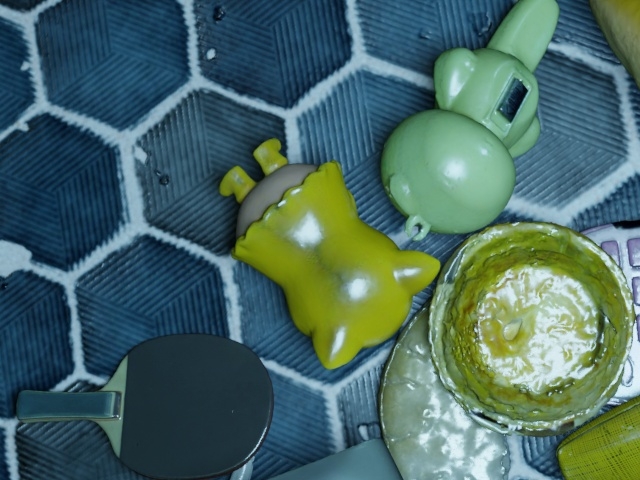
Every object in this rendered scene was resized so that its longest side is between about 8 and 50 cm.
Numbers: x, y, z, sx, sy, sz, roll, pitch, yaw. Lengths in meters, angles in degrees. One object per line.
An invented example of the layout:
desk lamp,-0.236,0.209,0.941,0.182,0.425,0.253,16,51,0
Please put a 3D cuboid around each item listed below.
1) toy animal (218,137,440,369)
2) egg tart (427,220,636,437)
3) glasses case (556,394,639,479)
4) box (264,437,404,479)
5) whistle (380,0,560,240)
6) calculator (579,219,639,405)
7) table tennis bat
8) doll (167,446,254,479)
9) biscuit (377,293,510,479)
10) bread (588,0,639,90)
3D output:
toy animal,-0.003,0.004,1.226,0.156,0.156,0.230,-44,78,2
egg tart,0.202,0.082,1.183,0.212,0.090,0.213,-1,85,7
glasses case,0.336,0.174,1.173,0.234,0.064,0.079,-28,108,14
box,-0.011,0.292,1.172,0.243,0.163,0.135,-20,72,-15
whistle,0.148,-0.122,1.236,0.141,0.141,0.294,20,60,9
calculator,0.370,0.065,1.221,0.294,0.043,0.194,-6,85,11
table tennis bat,-0.183,0.171,1.282,0.274,0.021,0.154,-1,70,10
doll,-0.104,0.327,1.253,0.114,0.057,0.227,-7,75,2
biscuit,0.128,0.154,1.243,0.141,0.038,0.290,8,86,9
bread,0.461,-0.221,1.128,0.376,0.253,0.348,-39,85,4
